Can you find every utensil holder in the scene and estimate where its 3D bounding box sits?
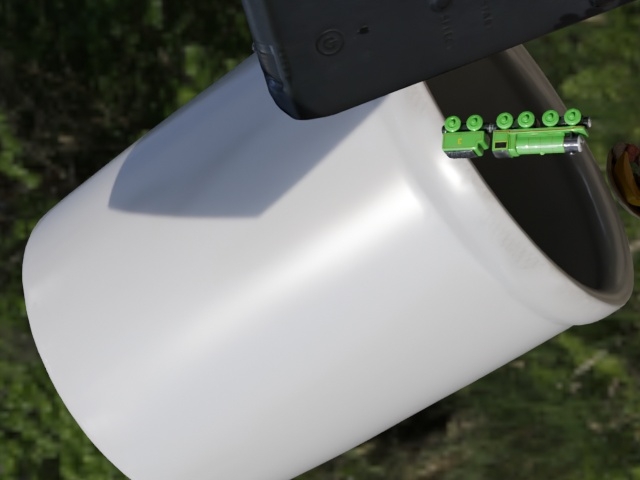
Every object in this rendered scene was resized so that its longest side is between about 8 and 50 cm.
[{"bbox_3d":[0.000,0.000,1.193,0.327,0.385,0.327,44,-152,-30],"label":"utensil holder"}]

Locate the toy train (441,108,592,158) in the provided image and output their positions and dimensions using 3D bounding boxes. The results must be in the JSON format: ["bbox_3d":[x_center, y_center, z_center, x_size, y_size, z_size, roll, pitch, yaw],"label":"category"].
[{"bbox_3d":[0.104,-0.056,0.795,0.017,0.083,0.023,39,-127,-60],"label":"toy train"}]

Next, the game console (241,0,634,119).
[{"bbox_3d":[0.093,-0.265,0.818,0.060,0.342,0.386,-122,11,-45],"label":"game console"}]

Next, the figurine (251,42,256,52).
[{"bbox_3d":[0.057,-0.245,1.478,0.215,0.209,0.092,-62,-37,-51],"label":"figurine"}]

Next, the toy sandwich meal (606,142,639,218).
[{"bbox_3d":[0.279,-0.050,1.259,0.029,0.086,0.085,-37,46,45],"label":"toy sandwich meal"}]
